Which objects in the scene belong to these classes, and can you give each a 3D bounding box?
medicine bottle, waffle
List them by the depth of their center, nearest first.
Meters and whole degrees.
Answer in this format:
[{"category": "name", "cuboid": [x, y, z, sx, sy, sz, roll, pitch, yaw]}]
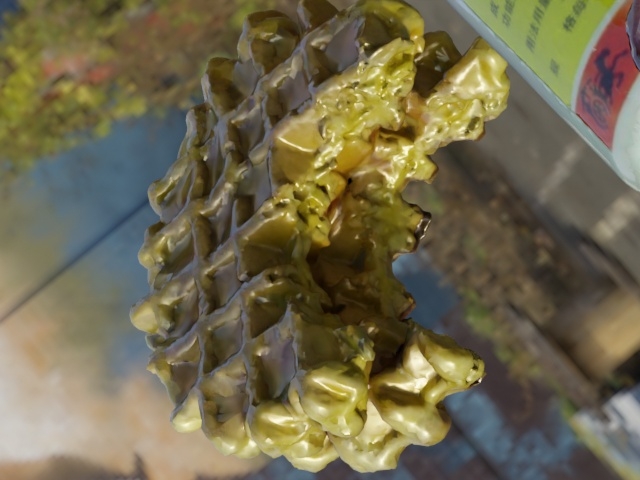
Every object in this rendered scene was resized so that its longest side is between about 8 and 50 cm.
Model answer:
[{"category": "medicine bottle", "cuboid": [0.129, -0.135, 0.847, 0.225, 0.139, 0.139, 51, 177, 32]}, {"category": "waffle", "cuboid": [0.000, 0.000, 1.263, 0.151, 0.324, 0.261, 24, 156, -36]}]

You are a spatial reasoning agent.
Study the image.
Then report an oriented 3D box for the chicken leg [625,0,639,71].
[{"category": "chicken leg", "cuboid": [0.101, -0.154, 0.636, 0.322, 0.177, 0.083, 26, 168, 1]}]
